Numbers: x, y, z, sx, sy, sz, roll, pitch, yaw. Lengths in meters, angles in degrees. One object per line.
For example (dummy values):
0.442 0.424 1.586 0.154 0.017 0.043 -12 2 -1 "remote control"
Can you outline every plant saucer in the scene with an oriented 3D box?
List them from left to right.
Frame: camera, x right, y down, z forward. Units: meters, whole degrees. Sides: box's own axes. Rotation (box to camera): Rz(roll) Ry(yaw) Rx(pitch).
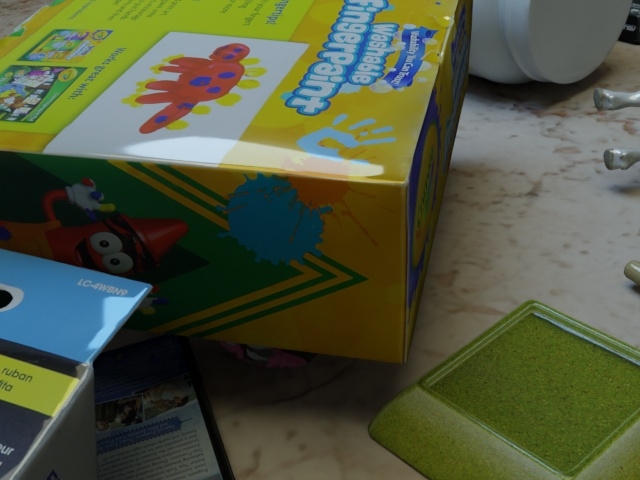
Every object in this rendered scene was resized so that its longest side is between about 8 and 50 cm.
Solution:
0.158 0.112 0.608 0.188 0.045 0.188 -30 37 -30 "plant saucer"

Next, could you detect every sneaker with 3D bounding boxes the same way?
-0.068 0.048 0.747 0.178 0.072 0.077 24 17 24 "sneaker"

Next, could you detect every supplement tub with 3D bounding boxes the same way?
0.205 -0.339 1.129 0.241 0.241 0.331 -29 37 -29 "supplement tub"

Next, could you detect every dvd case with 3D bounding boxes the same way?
-0.159 0.165 0.624 0.180 0.022 0.253 -15 32 -12 "dvd case"

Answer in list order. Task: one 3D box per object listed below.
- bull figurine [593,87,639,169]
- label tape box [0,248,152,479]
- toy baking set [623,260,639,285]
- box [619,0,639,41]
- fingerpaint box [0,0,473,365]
0.378 -0.097 0.823 0.188 0.101 0.310 -10 27 -3 "bull figurine"
-0.274 0.157 0.509 0.249 0.115 0.347 11 46 21 "label tape box"
0.379 0.037 0.689 0.197 0.030 0.256 -19 33 -17 "toy baking set"
0.449 -0.352 1.278 0.184 0.045 0.191 -24 34 -27 "box"
-0.071 -0.115 0.761 0.371 0.163 0.445 5 37 12 "fingerpaint box"
